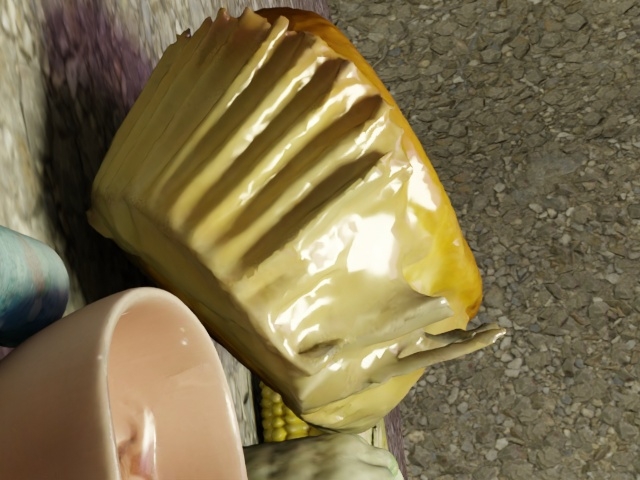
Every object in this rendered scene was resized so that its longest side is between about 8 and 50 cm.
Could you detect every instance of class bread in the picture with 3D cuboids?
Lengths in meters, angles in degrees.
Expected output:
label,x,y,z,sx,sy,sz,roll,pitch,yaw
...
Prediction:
label,x,y,z,sx,sy,sz,roll,pitch,yaw
bread,-0.009,-0.009,0.804,0.236,0.183,0.388,44,-7,2

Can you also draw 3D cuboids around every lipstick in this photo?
label,x,y,z,sx,sy,sz,roll,pitch,yaw
lipstick,-0.134,0.011,0.462,0.158,0.048,0.048,47,34,-80

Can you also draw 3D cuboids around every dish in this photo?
label,x,y,z,sx,sy,sz,roll,pitch,yaw
dish,-0.088,0.126,0.516,0.213,0.090,0.213,-11,90,-81

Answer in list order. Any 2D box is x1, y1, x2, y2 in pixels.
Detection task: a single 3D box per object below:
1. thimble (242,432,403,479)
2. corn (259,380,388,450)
label,x,y,z,sx,sy,sz,roll,pitch,yaw
thimble,-0.019,0.213,0.723,0.219,0.150,0.219,-8,90,-83
corn,0.019,0.222,1.153,0.123,0.122,0.305,-2,80,-38
